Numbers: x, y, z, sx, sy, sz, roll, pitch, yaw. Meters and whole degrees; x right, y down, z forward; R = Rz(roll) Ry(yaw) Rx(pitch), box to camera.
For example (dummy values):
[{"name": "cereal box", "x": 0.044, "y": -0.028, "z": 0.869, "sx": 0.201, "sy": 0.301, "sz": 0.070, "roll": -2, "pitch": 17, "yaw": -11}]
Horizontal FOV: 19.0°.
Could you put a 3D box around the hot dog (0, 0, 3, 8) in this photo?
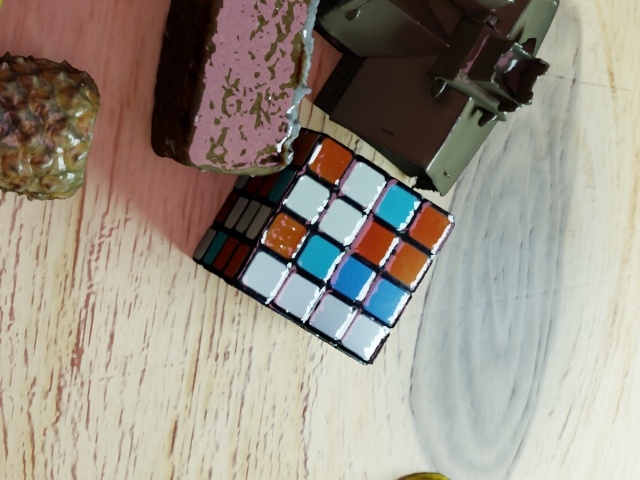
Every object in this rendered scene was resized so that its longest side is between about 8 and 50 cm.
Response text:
[{"name": "hot dog", "x": -0.328, "y": -0.211, "z": 1.524, "sx": 0.107, "sy": 0.194, "sz": 0.326, "roll": 35, "pitch": 71, "yaw": -61}]

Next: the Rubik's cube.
[{"name": "Rubik's cube", "x": 0.000, "y": 0.000, "z": 1.711, "sx": 0.154, "sy": 0.151, "sz": 0.155, "roll": 32, "pitch": 86, "yaw": -20}]

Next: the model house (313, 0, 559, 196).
[{"name": "model house", "x": 0.106, "y": -0.167, "z": 1.672, "sx": 0.204, "sy": 0.243, "sz": 0.211, "roll": 32, "pitch": 87, "yaw": -21}]

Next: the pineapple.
[{"name": "pineapple", "x": -0.313, "y": -0.111, "z": 1.606, "sx": 0.248, "sy": 0.128, "sz": 0.128, "roll": 13, "pitch": 94, "yaw": -15}]

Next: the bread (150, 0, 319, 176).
[{"name": "bread", "x": -0.053, "y": -0.263, "z": 1.646, "sx": 0.113, "sy": 0.165, "sz": 0.417, "roll": 9, "pitch": 96, "yaw": -19}]

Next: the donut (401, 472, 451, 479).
[{"name": "donut", "x": 0.108, "y": 0.277, "z": 1.849, "sx": 0.108, "sy": 0.043, "sz": 0.097, "roll": 35, "pitch": 86, "yaw": -25}]
